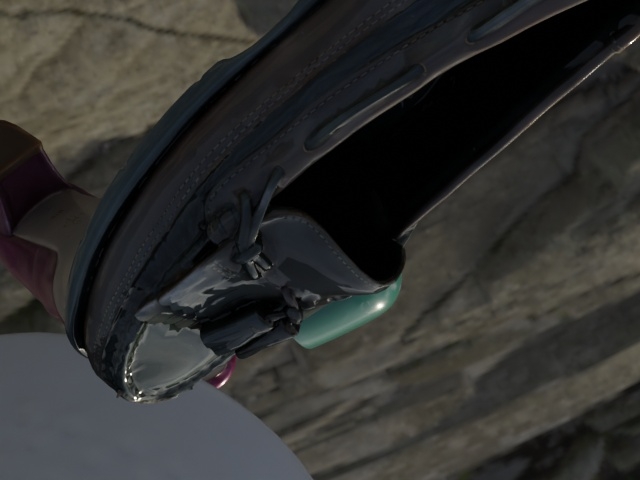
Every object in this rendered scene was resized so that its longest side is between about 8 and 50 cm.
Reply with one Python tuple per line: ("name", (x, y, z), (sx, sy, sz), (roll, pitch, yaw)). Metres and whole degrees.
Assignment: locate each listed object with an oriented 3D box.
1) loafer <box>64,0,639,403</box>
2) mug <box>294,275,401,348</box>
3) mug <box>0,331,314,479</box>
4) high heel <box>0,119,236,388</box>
("loafer", (0.007, -0.024, 0.424), (0.096, 0.084, 0.267), (2, 136, -51))
("mug", (0.005, 0.008, 1.016), (0.097, 0.129, 0.158), (-26, 177, 10))
("mug", (-0.182, 0.283, 0.662), (0.276, 0.328, 0.374), (30, 129, -7))
("high heel", (-0.170, 0.042, 1.104), (0.127, 0.377, 0.181), (-34, 139, -14))
